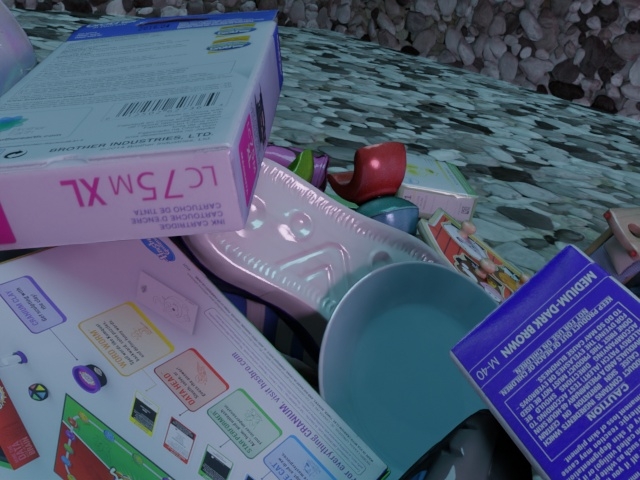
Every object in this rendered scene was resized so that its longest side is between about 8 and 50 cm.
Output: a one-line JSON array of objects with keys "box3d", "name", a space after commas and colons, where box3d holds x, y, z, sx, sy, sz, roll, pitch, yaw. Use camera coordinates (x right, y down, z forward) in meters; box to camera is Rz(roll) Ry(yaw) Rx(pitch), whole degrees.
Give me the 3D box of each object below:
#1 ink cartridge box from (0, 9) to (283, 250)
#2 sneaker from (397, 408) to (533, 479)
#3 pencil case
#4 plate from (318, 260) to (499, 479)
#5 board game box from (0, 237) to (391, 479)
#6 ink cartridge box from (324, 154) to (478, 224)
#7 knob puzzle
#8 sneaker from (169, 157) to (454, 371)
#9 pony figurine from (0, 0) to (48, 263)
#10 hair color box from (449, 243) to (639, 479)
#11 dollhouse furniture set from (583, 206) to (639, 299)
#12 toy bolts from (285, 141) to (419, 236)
[{"box3d": [-0.127, -0.097, 0.573, 0.185, 0.065, 0.311, -4, 32, 6], "name": "ink cartridge box"}, {"box3d": [0.070, 0.207, 0.389, 0.139, 0.125, 0.341, 38, 26, 5], "name": "sneaker"}, {"box3d": [-0.089, -0.106, 1.120, 0.209, 0.095, 0.098, 17, 6, 9], "name": "pencil case"}, {"box3d": [0.078, 0.107, 0.582, 0.188, 0.188, 0.024, -1, -16, -29], "name": "plate"}, {"box3d": [-0.130, 0.120, 0.410, 0.242, 0.064, 0.316, 45, 31, 13], "name": "board game box"}, {"box3d": [0.106, -0.089, 1.220, 0.235, 0.056, 0.171, 10, 21, -7], "name": "ink cartridge box"}, {"box3d": [0.186, 0.034, 0.860, 0.213, 0.030, 0.213, 33, 22, -15], "name": "knob puzzle"}, {"box3d": [-0.028, 0.048, 0.695, 0.323, 0.130, 0.236, 36, -23, -23], "name": "sneaker"}, {"box3d": [-0.316, -0.036, 0.641, 0.351, 0.303, 0.363, 39, 10, -17], "name": "pony figurine"}, {"box3d": [0.219, 0.163, 0.385, 0.185, 0.110, 0.339, 42, 9, -36], "name": "hair color box"}, {"box3d": [0.365, 0.073, 0.880, 0.129, 0.129, 0.184, -3, 54, -31], "name": "dollhouse furniture set"}, {"box3d": [0.000, 0.000, 0.894, 0.228, 0.158, 0.218, -11, -12, -24], "name": "toy bolts"}]
